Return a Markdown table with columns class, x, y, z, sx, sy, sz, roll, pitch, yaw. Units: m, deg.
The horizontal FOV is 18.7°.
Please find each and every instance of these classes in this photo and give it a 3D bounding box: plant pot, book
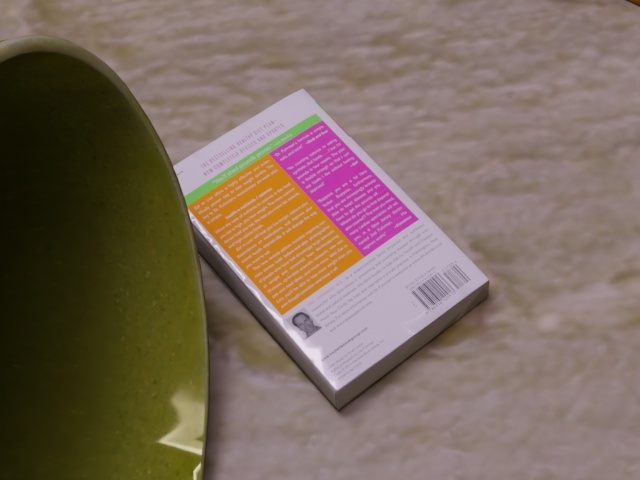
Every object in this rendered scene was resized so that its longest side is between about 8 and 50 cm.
| class | x | y | z | sx | sy | sz | roll | pitch | yaw |
| --- | --- | --- | --- | --- | --- | --- | --- | --- | --- |
| plant pot | -0.237 | 0.058 | 0.834 | 0.293 | 0.275 | 0.275 | -1 | 62 | 21 |
| book | 0.000 | 0.000 | 0.955 | 0.096 | 0.035 | 0.144 | -35 | 66 | -16 |

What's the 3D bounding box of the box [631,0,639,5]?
| class | x | y | z | sx | sy | sz | roll | pitch | yaw |
| --- | --- | --- | --- | --- | --- | --- | --- | --- | --- |
| box | 0.201 | -0.153 | 1.020 | 0.136 | 0.028 | 0.081 | 28 | 68 | 15 |
